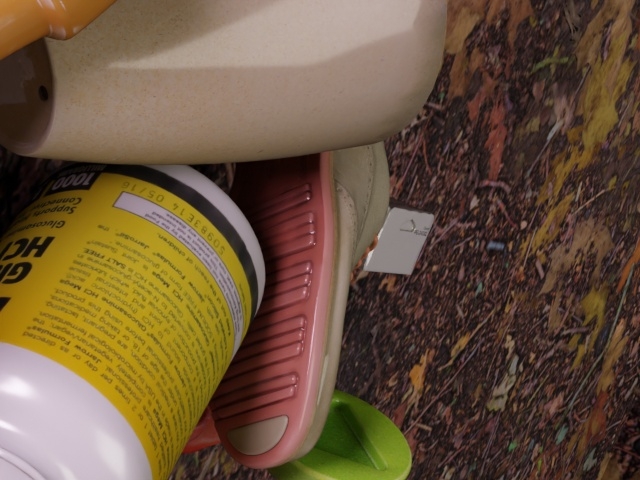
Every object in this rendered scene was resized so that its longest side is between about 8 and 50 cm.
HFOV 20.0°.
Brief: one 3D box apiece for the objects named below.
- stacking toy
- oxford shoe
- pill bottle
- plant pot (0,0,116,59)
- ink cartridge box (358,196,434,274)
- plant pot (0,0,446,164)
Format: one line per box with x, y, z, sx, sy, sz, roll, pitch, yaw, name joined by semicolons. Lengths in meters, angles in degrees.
-0.097;0.184;1.458;0.309;0.279;0.130;-27;145;-55;stacking toy
0.000;0.000;1.449;0.146;0.140;0.397;29;58;-41;oxford shoe
-0.176;0.098;1.232;0.334;0.188;0.188;-62;160;-49;pill bottle
-0.237;-0.159;1.001;0.188;0.205;0.205;-44;150;-11;plant pot
0.009;-0.023;1.618;0.109;0.150;0.063;6;105;-64;ink cartridge box
-0.101;-0.154;1.236;0.274;0.256;0.256;-21;131;-35;plant pot
